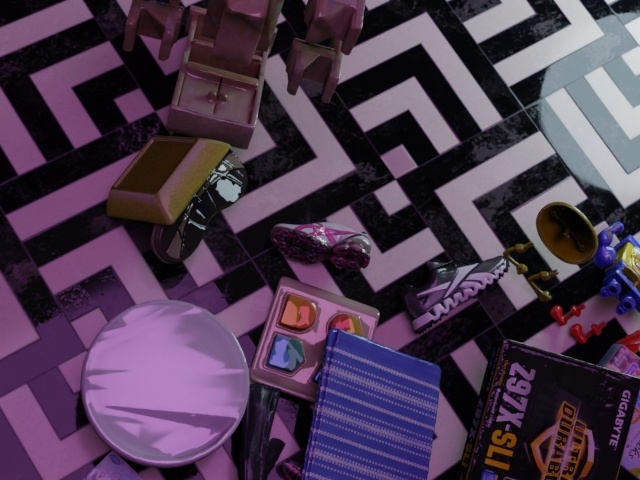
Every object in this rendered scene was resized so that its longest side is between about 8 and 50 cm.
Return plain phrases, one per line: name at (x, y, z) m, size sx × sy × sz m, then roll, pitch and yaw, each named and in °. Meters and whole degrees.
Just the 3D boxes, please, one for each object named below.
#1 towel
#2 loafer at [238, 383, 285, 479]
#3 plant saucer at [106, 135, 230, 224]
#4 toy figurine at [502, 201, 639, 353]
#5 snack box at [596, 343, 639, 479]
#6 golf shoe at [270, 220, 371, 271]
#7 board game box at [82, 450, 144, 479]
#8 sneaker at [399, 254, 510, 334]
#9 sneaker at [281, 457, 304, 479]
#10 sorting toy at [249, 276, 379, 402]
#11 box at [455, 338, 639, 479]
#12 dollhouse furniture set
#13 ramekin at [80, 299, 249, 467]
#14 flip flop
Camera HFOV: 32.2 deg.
towel at (0.085, 0.335, 1.891) m, size 0.243 × 0.040 × 0.336 m, roll 22°, pitch 65°, yaw -24°
loafer at (-0.097, 0.345, 1.841) m, size 0.078 × 0.076 × 0.223 m, roll 2°, pitch 65°, yaw -5°
plant saucer at (-0.276, -0.118, 1.923) m, size 0.188 × 0.188 × 0.045 m, roll -56°, pitch 131°, yaw -25°
toy figurine at (0.548, 0.062, 2.111) m, size 0.362 × 0.191 × 0.217 m, roll 46°, pitch 37°, yaw 4°
snack box at (0.564, 0.315, 1.996) m, size 0.207 × 0.070 × 0.174 m, roll 38°, pitch 88°, yaw 1°
golf shoe at (0.000, 0.000, 2.014) m, size 0.186 × 0.067 × 0.086 m, roll 14°, pitch 40°, yaw -8°
board game box at (-0.336, 0.402, 1.790) m, size 0.090 × 0.020 × 0.090 m, roll 43°, pitch 65°, yaw 5°
sneaker at (0.242, 0.071, 2.033) m, size 0.234 × 0.078 × 0.106 m, roll -31°, pitch 82°, yaw -21°
sneaker at (-0.009, 0.392, 1.868) m, size 0.119 × 0.047 × 0.057 m, roll 31°, pitch 59°, yaw -10°
sorting toy at (-0.007, 0.180, 1.950) m, size 0.193 × 0.038 × 0.208 m, roll 20°, pitch 66°, yaw -6°
box at (0.385, 0.354, 1.906) m, size 0.257 × 0.079 × 0.322 m, roll 17°, pitch 85°, yaw -4°
dollhouse furniture set at (-0.141, -0.384, 1.918) m, size 0.362 × 0.394 × 0.256 m, roll 13°, pitch 57°, yaw -9°
ramekin at (-0.258, 0.244, 1.810) m, size 0.273 × 0.127 × 0.272 m, roll 6°, pitch 67°, yaw -14°
flip flop at (-0.224, -0.066, 1.962) m, size 0.112 × 0.080 × 0.277 m, roll 50°, pitch 51°, yaw -26°
